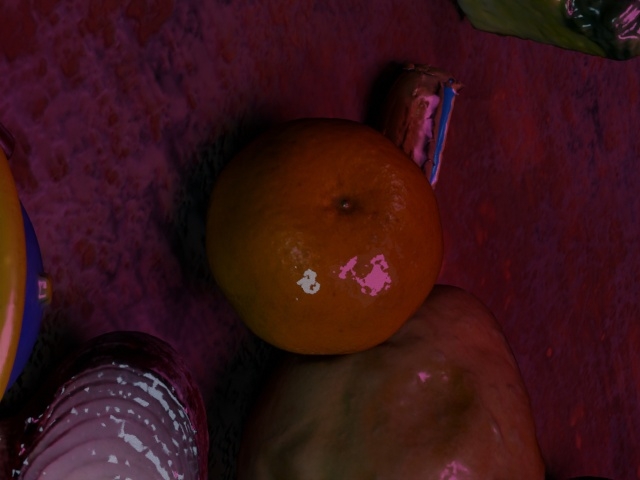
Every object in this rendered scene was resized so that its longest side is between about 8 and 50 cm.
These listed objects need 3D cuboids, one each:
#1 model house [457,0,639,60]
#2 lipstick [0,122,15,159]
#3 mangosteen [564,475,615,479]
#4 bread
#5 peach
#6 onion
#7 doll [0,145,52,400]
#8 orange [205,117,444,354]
[{"bbox_3d":[0.169,-0.265,1.135,0.194,0.170,0.211,-59,142,-11],"label":"model house"},{"bbox_3d":[-0.212,-0.098,0.837,0.027,0.027,0.176,-56,141,-19],"label":"lipstick"},{"bbox_3d":[0.237,0.300,1.502,0.181,0.145,0.156,-15,125,-53],"label":"mangosteen"},{"bbox_3d":[0.066,-0.076,1.189,0.072,0.053,0.106,-43,145,-67],"label":"bread"},{"bbox_3d":[0.061,0.139,1.147,0.235,0.214,0.214,-59,143,-24],"label":"peach"},{"bbox_3d":[-0.135,0.143,0.995,0.098,0.151,0.206,-68,178,-72],"label":"onion"},{"bbox_3d":[-0.243,-0.026,0.756,0.242,0.159,0.311,3,80,-40],"label":"doll"},{"bbox_3d":[0.000,0.000,1.062,0.159,0.159,0.136,-49,175,-26],"label":"orange"}]
